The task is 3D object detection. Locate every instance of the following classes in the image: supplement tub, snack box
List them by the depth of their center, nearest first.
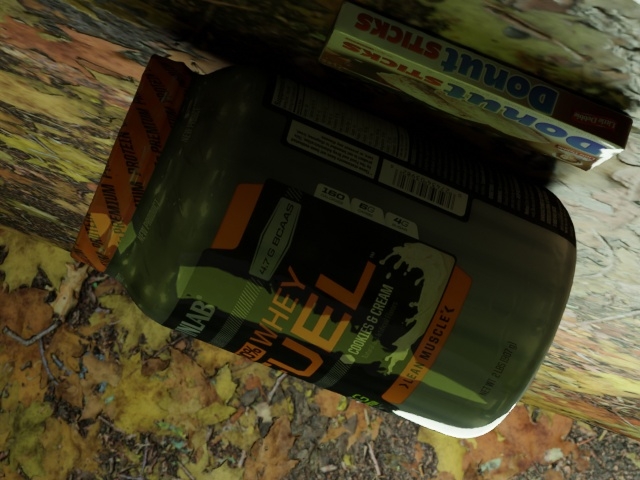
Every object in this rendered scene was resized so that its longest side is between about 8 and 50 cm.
[{"bbox_3d":[0.088,-0.088,0.743,0.178,0.022,0.064,22,168,-5],"label":"snack box"},{"bbox_3d":[0.000,0.000,0.894,0.316,0.193,0.193,22,170,-9],"label":"supplement tub"}]

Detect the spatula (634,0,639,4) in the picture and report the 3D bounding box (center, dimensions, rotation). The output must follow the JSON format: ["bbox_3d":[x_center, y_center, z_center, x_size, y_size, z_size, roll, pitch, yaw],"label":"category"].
[{"bbox_3d":[0.154,-0.118,0.487,0.242,0.019,0.168,25,163,-27],"label":"spatula"}]
